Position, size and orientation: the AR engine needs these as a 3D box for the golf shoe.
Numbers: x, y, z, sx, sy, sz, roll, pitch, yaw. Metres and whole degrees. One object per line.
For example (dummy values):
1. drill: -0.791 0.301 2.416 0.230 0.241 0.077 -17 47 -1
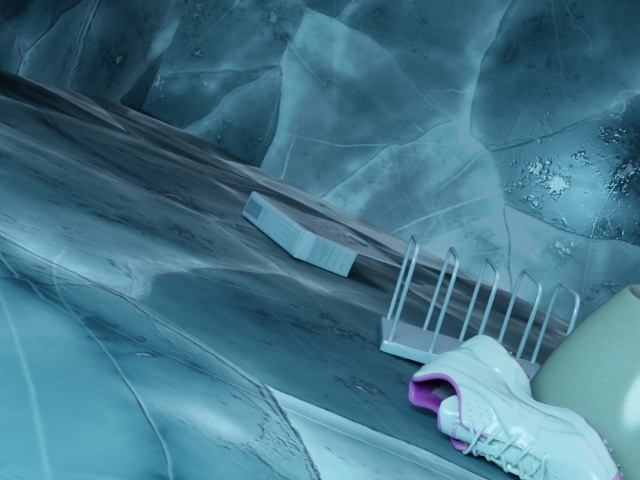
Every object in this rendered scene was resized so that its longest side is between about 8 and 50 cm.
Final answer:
1. golf shoe: 0.219 0.231 1.148 0.140 0.115 0.306 -12 32 -26

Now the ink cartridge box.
1. ink cartridge box: 0.000 0.000 2.143 0.261 0.066 0.296 21 9 -31

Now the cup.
1. cup: 0.434 0.195 1.263 0.331 0.237 0.331 15 15 -4

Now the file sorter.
1. file sorter: 0.251 0.117 1.569 0.277 0.173 0.193 17 7 1
